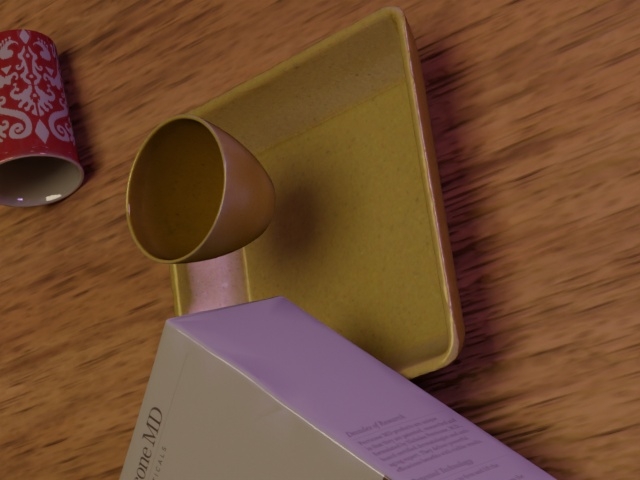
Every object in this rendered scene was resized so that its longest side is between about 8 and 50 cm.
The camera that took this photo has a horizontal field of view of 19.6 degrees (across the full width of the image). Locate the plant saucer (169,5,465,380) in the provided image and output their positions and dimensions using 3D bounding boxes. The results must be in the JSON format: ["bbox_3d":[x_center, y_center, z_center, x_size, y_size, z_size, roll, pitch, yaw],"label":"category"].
[{"bbox_3d":[0.000,0.000,1.699,0.332,0.081,0.333,-24,67,39],"label":"plant saucer"}]

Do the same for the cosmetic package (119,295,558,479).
[{"bbox_3d":[0.024,0.229,1.508,0.385,0.156,0.217,30,115,31],"label":"cosmetic package"}]

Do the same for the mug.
[{"bbox_3d":[-0.338,-0.129,2.040,0.150,0.113,0.169,-31,58,35],"label":"mug"}]

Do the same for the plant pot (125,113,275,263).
[{"bbox_3d":[-0.097,-0.040,1.679,0.134,0.095,0.134,-10,76,43],"label":"plant pot"}]
